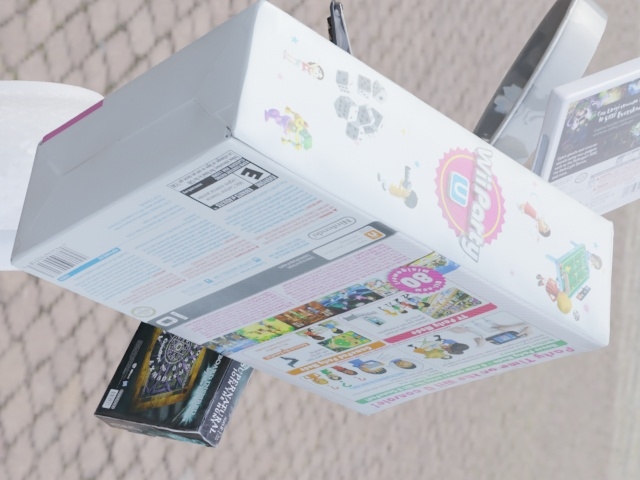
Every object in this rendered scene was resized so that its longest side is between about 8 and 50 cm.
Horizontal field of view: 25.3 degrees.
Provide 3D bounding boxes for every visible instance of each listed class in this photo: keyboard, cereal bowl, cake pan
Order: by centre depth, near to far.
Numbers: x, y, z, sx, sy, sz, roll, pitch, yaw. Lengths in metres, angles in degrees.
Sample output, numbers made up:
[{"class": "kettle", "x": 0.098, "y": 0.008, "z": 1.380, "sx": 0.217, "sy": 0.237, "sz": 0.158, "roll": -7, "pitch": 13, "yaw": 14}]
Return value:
[{"class": "cereal bowl", "x": -0.268, "y": -0.055, "z": 1.252, "sx": 0.339, "sy": 0.339, "sz": 0.141, "roll": 15, "pitch": 71, "yaw": -68}, {"class": "keyboard", "x": 0.038, "y": -0.117, "z": 1.594, "sx": 0.317, "sy": 0.033, "sz": 0.201, "roll": 72, "pitch": 5, "yaw": -72}, {"class": "cake pan", "x": 0.256, "y": -0.179, "z": 1.730, "sx": 0.293, "sy": 0.054, "sz": 0.293, "roll": -59, "pitch": -178, "yaw": 3}]

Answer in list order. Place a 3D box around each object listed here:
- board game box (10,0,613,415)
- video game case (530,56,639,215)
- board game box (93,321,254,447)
[{"class": "board game box", "x": 0.000, "y": 0.000, "z": 0.890, "sx": 0.303, "sy": 0.224, "sz": 0.097, "roll": 29, "pitch": 56, "yaw": -34}, {"class": "video game case", "x": 0.266, "y": -0.090, "z": 1.299, "sx": 0.190, "sy": 0.022, "sz": 0.173, "roll": -21, "pitch": 140, "yaw": -29}, {"class": "board game box", "x": -0.087, "y": 0.063, "z": 1.088, "sx": 0.026, "sy": 0.126, "sz": 0.186, "roll": 43, "pitch": 63, "yaw": -38}]
